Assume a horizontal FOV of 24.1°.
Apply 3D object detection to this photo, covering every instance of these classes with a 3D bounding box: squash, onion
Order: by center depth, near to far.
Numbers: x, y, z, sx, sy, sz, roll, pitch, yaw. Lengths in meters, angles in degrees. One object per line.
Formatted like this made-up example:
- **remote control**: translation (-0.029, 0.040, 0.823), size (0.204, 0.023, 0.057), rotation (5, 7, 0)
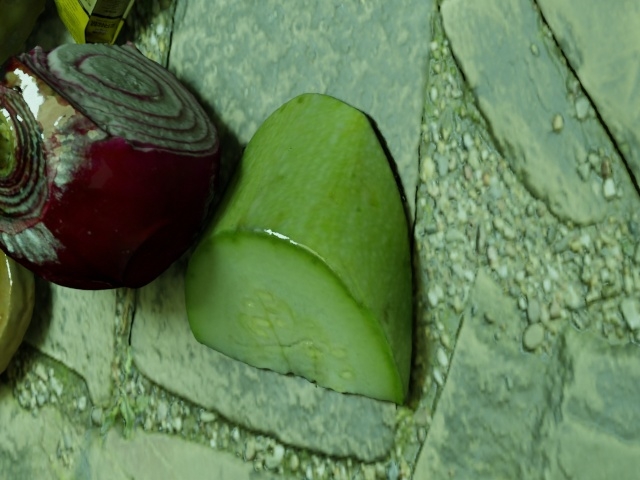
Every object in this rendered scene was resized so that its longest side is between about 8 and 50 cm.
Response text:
- **squash**: translation (0.000, 0.000, 1.294), size (0.236, 0.155, 0.204), rotation (12, 126, 33)
- **onion**: translation (-0.201, -0.047, 1.327), size (0.206, 0.216, 0.207), rotation (45, 120, 18)

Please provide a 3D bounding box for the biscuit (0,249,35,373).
- **biscuit**: translation (-0.413, 0.000, 1.549), size (0.376, 0.051, 0.269), rotation (48, 112, 30)

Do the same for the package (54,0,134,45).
- **package**: translation (-0.218, -0.226, 1.430), size (0.071, 0.047, 0.131), rotation (57, 133, 26)

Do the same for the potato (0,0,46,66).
- **potato**: translation (-0.371, -0.280, 1.475), size (0.242, 0.242, 0.285), rotation (32, 94, 33)
